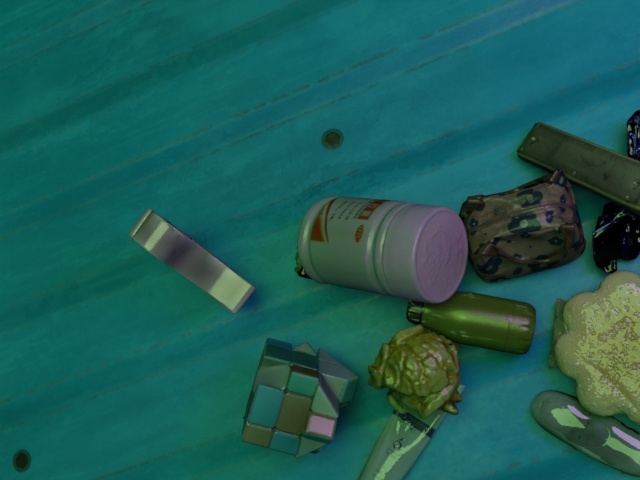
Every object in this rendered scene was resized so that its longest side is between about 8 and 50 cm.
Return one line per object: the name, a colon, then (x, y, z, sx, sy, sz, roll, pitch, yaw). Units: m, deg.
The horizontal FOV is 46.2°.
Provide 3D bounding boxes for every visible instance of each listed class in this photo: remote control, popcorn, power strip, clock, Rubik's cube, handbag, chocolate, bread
remote control: (0.547, 0.383, 1.503, 0.256, 0.045, 0.097, 25, 86, 18)
popcorn: (0.204, 0.275, 1.540, 0.185, 0.187, 0.167, 14, 53, 45)
power strip: (0.563, -0.144, 1.529, 0.092, 0.066, 0.387, -59, 40, 7)
clock: (-0.282, 0.054, 1.712, 0.290, 0.275, 0.080, 35, 85, 18)
Rubik's cube: (-0.045, 0.343, 1.608, 0.213, 0.265, 0.224, 15, 101, -5)
handbag: (0.416, -0.031, 1.560, 0.252, 0.193, 0.190, -17, 69, 12)
chocolate: (0.660, -0.091, 1.546, 0.148, 0.126, 0.343, 20, 86, -20)
bread: (0.618, 0.209, 1.469, 0.316, 0.054, 0.316, -2, 83, 19)

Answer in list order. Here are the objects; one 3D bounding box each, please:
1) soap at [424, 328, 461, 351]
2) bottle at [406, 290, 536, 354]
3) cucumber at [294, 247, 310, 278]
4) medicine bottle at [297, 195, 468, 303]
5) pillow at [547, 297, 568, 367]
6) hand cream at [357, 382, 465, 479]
soap: (0.252, 0.175, 1.646, 0.089, 0.033, 0.168, -15, 73, 13)
bottle: (0.311, 0.163, 1.571, 0.260, 0.112, 0.112, 10, 81, 9)
cucumber: (0.000, 0.000, 1.734, 0.086, 0.115, 0.193, 18, 84, -11)
medicine bottle: (0.127, 0.013, 1.580, 0.316, 0.202, 0.202, 8, 79, 42)
pillow: (0.589, 0.201, 1.531, 0.230, 0.050, 0.148, 4, 74, 21)
hand cream: (0.182, 0.421, 1.611, 0.109, 0.067, 0.320, 30, 80, 22)
